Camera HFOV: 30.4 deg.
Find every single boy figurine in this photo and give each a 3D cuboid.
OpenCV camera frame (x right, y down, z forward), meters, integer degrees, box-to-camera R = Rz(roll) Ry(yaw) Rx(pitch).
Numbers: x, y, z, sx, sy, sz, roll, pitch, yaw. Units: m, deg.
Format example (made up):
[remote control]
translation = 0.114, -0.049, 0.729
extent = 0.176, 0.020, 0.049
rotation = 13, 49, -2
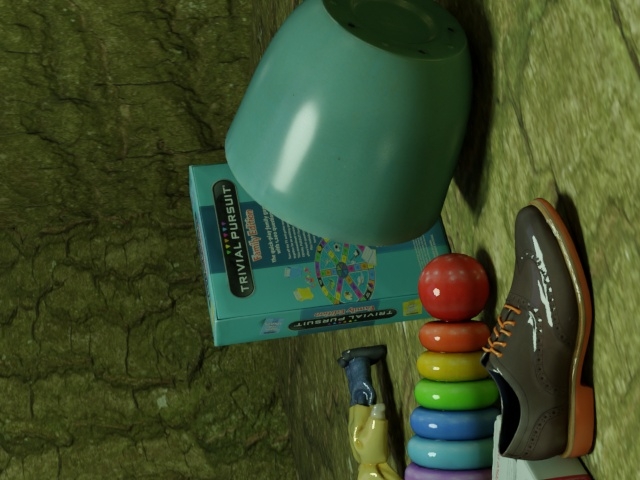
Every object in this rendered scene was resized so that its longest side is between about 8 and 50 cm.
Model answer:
[boy figurine]
translation = 0.093, 0.328, 2.054
extent = 0.177, 0.092, 0.285
rotation = 110, 151, -68

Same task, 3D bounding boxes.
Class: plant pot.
[plant pot]
translation = 0.053, -0.177, 1.439
extent = 0.293, 0.293, 0.235
rotation = -108, 31, -47

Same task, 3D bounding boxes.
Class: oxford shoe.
[oxford shoe]
translation = 0.214, 0.094, 1.193
extent = 0.097, 0.098, 0.271
rotation = -165, 68, -79

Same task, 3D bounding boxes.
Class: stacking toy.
[stacking toy]
translation = 0.165, 0.180, 1.466
extent = 0.141, 0.141, 0.330
rotation = 177, 90, -80

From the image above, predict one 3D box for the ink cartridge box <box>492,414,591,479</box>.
[ink cartridge box]
translation = 0.240, 0.270, 1.269
extent = 0.150, 0.063, 0.109
rotation = -113, 19, -59

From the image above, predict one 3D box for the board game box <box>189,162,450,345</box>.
[board game box]
translation = 0.000, 0.000, 1.648
extent = 0.079, 0.336, 0.253
rotation = 99, 162, -58
